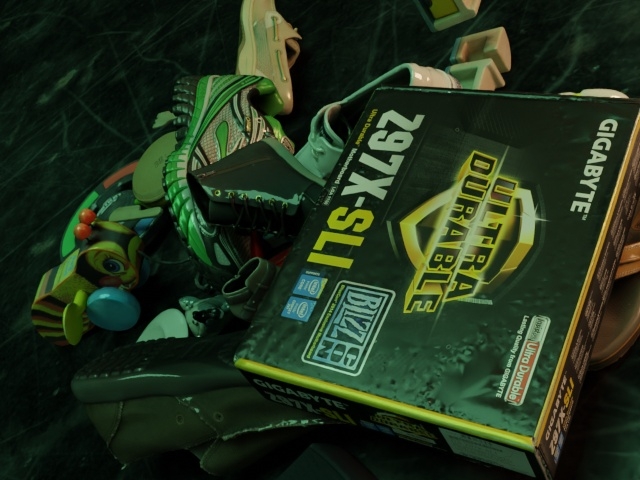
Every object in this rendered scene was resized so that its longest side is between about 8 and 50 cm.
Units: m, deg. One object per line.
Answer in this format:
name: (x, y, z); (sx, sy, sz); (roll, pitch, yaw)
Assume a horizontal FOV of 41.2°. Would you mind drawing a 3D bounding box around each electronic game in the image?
electronic game: (-0.309, -0.040, 1.304); (0.229, 0.048, 0.229); (-24, 40, 22)

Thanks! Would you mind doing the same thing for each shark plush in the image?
shark plush: (-0.121, 0.074, 0.961); (0.067, 0.161, 0.073); (-27, 77, -8)

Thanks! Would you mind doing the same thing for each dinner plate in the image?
dinner plate: (-0.203, 0.146, 1.017); (0.141, 0.017, 0.141); (-35, 42, 39)

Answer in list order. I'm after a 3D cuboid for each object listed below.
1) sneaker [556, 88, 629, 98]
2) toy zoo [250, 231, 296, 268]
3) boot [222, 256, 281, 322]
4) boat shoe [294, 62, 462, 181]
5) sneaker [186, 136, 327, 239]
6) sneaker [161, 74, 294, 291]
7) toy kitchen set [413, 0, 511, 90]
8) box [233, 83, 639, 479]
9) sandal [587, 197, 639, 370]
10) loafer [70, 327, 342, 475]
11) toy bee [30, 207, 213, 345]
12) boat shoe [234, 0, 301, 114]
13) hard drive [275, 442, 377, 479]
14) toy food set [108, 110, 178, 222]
sneaker: (0.206, -0.065, 0.864); (0.240, 0.091, 0.126); (-16, 74, 15)
toy zoo: (0.000, 0.000, 1.004); (0.192, 0.030, 0.293); (-30, 38, 15)
boot: (-0.042, 0.045, 0.899); (0.118, 0.087, 0.042); (-42, 39, 2)
boat shoe: (0.032, -0.114, 0.945); (0.267, 0.088, 0.096); (-23, 59, 43)
sneaker: (-0.049, -0.024, 0.923); (0.118, 0.083, 0.222); (-24, 45, -27)
sneaker: (-0.109, -0.092, 1.060); (0.146, 0.134, 0.344); (-9, 54, 9)
toy kitchen set: (0.119, -0.197, 0.983); (0.122, 0.166, 0.207); (-7, 49, 37)
box: (0.110, 0.011, 0.717); (0.257, 0.079, 0.322); (9, 58, 32)
sandal: (0.258, 0.012, 0.739); (0.219, 0.060, 0.090); (-51, 38, -13)
loafer: (-0.074, 0.162, 0.860); (0.365, 0.130, 0.134); (-7, 15, 25)
toy bee: (-0.288, 0.028, 1.126); (0.298, 0.162, 0.195); (-37, 35, 7)
boat shoe: (-0.081, -0.296, 1.328); (0.098, 0.109, 0.302); (5, 44, -5)
hard drive: (0.010, 0.287, 0.690); (0.172, 0.054, 0.254); (-44, 37, -3)
toy food set: (-0.223, -0.103, 1.228); (0.132, 0.038, 0.192); (-2, 59, 41)
